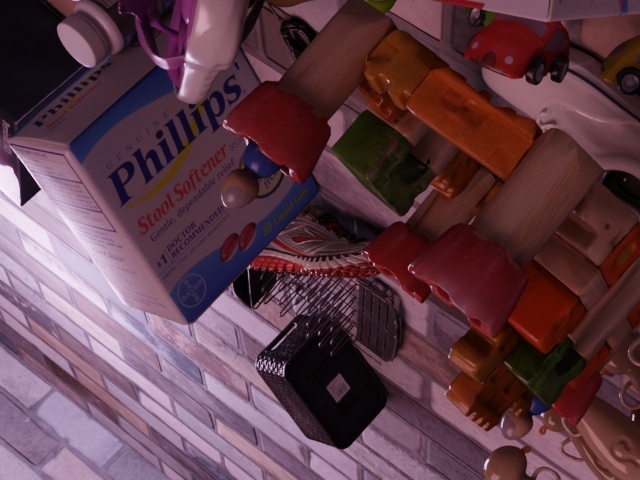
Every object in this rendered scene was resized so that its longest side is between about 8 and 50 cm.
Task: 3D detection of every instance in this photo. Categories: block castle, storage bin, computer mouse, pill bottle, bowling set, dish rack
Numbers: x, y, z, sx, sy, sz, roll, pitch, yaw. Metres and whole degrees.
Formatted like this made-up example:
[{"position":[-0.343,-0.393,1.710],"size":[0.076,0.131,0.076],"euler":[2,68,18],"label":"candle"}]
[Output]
[{"position":[0.120,0.010,1.236],"size":[0.303,0.213,0.453],"euler":[39,179,27],"label":"block castle"},{"position":[0.003,0.213,2.067],"size":[0.084,0.122,0.180],"euler":[5,135,56],"label":"storage bin"},{"position":[-0.075,-0.264,1.513],"size":[0.242,0.041,0.071],"euler":[49,155,-12],"label":"computer mouse"},{"position":[-0.246,-0.275,1.647],"size":[0.078,0.137,0.078],"euler":[36,155,19],"label":"pill bottle"},{"position":[0.306,0.184,1.481],"size":[0.154,0.287,0.200],"euler":[46,-169,11],"label":"bowling set"},{"position":[-0.006,0.078,1.923],"size":[0.271,0.074,0.208],"euler":[35,156,20],"label":"dish rack"}]

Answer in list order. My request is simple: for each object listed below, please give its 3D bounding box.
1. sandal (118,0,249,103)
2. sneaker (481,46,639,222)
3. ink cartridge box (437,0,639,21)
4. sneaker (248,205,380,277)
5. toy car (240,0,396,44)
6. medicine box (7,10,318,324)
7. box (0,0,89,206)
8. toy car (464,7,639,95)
[{"position":[-0.124,-0.222,1.210],"size":[0.102,0.169,0.416],"euler":[13,178,-11],"label":"sandal"},{"position":[0.241,-0.093,1.221],"size":[0.258,0.091,0.094],"euler":[35,155,21],"label":"sneaker"},{"position":[0.178,-0.211,1.021],"size":[0.127,0.175,0.072],"euler":[20,114,43],"label":"ink cartridge box"},{"position":[0.000,0.000,1.762],"size":[0.225,0.092,0.088],"euler":[4,176,32],"label":"sneaker"},{"position":[-0.007,-0.248,1.243],"size":[0.149,0.188,0.155],"euler":[43,157,4],"label":"toy car"},{"position":[-0.187,-0.093,1.693],"size":[0.149,0.263,0.289],"euler":[14,143,48],"label":"medicine box"},{"position":[-0.493,-0.250,2.036],"size":[0.294,0.183,0.296],"euler":[40,156,7],"label":"box"},{"position":[0.193,-0.176,1.139],"size":[0.225,0.239,0.053],"euler":[48,127,56],"label":"toy car"}]
